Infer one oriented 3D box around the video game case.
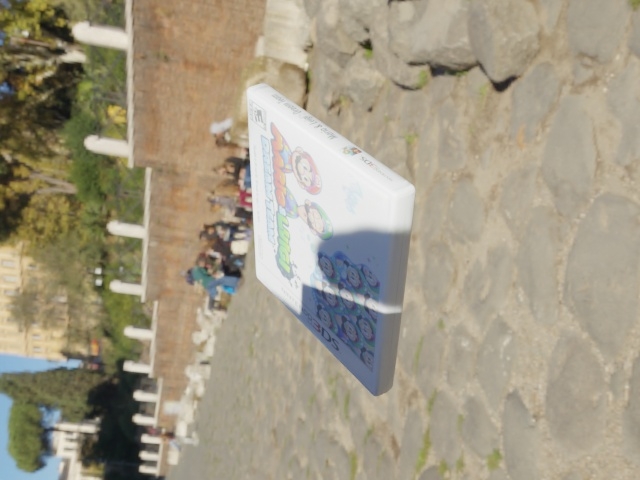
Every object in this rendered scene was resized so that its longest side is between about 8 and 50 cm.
[{"bbox_3d":[0.000,0.000,0.448,0.143,0.019,0.157,41,143,39],"label":"video game case"}]
